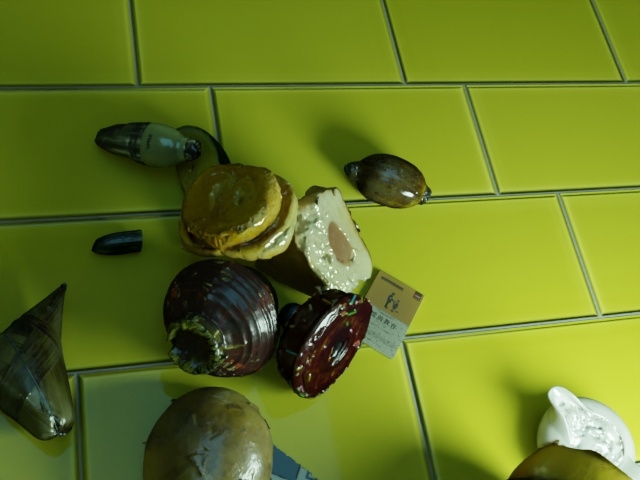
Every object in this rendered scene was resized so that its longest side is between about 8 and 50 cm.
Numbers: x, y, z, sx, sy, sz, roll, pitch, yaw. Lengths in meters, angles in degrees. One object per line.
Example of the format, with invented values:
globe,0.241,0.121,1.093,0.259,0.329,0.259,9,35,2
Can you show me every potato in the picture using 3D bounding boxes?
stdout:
potato,-0.203,0.379,1.359,0.239,0.116,0.299,4,55,4

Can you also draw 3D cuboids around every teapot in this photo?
teapot,0.556,0.426,1.558,0.298,0.139,0.204,40,59,8

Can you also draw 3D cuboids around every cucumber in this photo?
cucumber,-0.418,0.005,1.570,0.105,0.048,0.048,-8,67,-16

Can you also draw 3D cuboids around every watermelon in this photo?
watermelon,-0.251,-0.131,1.657,0.129,0.123,0.301,-15,65,3

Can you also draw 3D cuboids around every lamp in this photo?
lamp,-0.192,0.152,1.453,0.247,0.247,0.246,6,63,-12
lamp,-0.372,-0.206,1.640,0.250,0.101,0.101,8,61,12

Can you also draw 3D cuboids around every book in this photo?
book,0.141,0.158,1.656,0.118,0.012,0.172,31,61,1

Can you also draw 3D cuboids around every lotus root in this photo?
lotus root,0.154,-0.140,1.751,0.210,0.120,0.120,18,61,-6

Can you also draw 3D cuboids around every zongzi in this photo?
zongzi,-0.489,0.224,1.405,0.221,0.112,0.242,40,61,9

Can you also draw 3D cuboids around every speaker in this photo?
speaker,-0.047,0.175,1.565,0.060,0.075,0.094,-17,94,-13

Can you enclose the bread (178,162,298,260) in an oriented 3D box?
bread,-0.162,-0.056,1.485,0.236,0.120,0.198,3,56,12

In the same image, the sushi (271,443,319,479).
sushi,-0.160,0.507,1.373,0.320,0.069,0.339,37,61,5

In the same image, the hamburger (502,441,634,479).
hamburger,0.422,0.574,1.330,0.277,0.395,0.395,-34,76,-25

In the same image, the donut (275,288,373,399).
donut,0.003,0.195,1.494,0.089,0.235,0.235,29,58,29

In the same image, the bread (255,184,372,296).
bread,0.010,0.003,1.586,0.224,0.211,0.183,32,54,9
